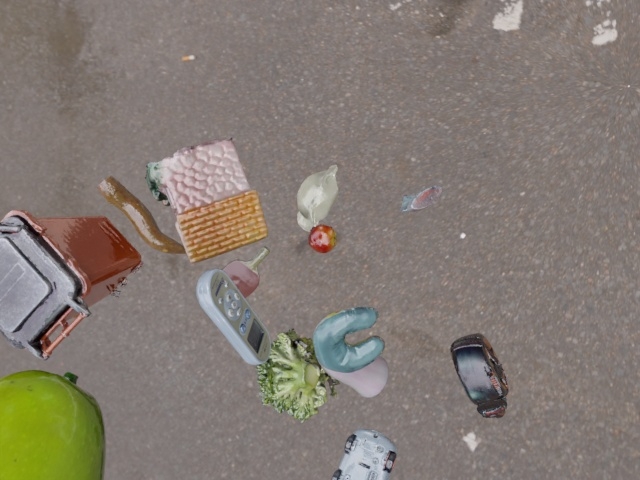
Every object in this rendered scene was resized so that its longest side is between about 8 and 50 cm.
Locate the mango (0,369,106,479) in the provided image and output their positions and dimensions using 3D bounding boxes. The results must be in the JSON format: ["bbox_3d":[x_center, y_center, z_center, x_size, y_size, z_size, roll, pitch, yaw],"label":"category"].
[{"bbox_3d":[-0.337,0.314,0.589,0.156,0.192,0.343,-13,68,42],"label":"mango"}]

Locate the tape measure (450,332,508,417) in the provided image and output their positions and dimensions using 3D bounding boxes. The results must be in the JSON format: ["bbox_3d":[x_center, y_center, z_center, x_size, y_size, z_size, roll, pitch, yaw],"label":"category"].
[{"bbox_3d":[0.466,0.379,1.605,0.135,0.202,0.223,-23,119,18],"label":"tape measure"}]

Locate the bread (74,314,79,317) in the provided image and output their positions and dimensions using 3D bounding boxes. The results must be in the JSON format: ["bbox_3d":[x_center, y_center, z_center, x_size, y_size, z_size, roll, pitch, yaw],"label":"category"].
[{"bbox_3d":[-0.737,0.075,1.460,0.312,0.172,0.312,33,160,13],"label":"bread"}]

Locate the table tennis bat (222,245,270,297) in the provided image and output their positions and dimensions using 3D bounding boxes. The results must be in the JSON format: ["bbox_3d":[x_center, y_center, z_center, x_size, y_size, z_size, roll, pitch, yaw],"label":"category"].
[{"bbox_3d":[-0.270,0.115,1.999,0.138,0.022,0.246,41,106,-13],"label":"table tennis bat"}]

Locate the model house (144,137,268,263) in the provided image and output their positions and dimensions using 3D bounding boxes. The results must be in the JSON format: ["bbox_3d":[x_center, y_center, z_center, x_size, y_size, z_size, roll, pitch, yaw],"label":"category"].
[{"bbox_3d":[-0.265,-0.075,1.269,0.237,0.202,0.237,68,159,1],"label":"model house"}]

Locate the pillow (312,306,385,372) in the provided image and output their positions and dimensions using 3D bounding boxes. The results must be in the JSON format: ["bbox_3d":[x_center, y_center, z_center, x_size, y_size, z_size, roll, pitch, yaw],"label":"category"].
[{"bbox_3d":[0.084,0.300,1.633,0.214,0.086,0.233,-17,120,2],"label":"pillow"}]

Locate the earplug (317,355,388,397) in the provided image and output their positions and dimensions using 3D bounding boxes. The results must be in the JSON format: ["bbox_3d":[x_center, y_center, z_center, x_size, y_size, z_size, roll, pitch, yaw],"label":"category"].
[{"bbox_3d":[0.104,0.471,2.099,0.172,0.301,0.172,-28,45,32],"label":"earplug"}]

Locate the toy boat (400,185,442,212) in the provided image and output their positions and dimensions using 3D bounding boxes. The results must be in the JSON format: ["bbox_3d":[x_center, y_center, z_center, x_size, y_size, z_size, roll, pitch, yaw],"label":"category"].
[{"bbox_3d":[0.190,-0.079,1.142,0.034,0.096,0.122,60,162,-6],"label":"toy boat"}]

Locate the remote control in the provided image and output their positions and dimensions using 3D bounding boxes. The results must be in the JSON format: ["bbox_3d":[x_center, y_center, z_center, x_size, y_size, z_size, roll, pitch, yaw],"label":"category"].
[{"bbox_3d":[-0.167,0.153,1.076,0.047,0.087,0.244,-14,127,20],"label":"remote control"}]

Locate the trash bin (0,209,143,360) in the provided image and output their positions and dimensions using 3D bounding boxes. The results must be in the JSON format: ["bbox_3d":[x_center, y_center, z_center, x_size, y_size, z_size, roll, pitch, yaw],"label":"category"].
[{"bbox_3d":[-0.393,0.055,0.861,0.161,0.238,0.184,-43,87,15],"label":"trash bin"}]

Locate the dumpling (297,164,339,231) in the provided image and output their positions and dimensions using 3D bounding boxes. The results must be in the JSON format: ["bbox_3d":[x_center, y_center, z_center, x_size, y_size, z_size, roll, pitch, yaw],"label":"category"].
[{"bbox_3d":[-0.010,-0.153,1.914,0.250,0.132,0.162,-65,27,2],"label":"dumpling"}]

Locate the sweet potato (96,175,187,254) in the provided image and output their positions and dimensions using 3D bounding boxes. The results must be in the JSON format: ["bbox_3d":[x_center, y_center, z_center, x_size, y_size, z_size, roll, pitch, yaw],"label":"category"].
[{"bbox_3d":[-0.448,-0.044,1.399,0.059,0.067,0.281,-32,108,20],"label":"sweet potato"}]

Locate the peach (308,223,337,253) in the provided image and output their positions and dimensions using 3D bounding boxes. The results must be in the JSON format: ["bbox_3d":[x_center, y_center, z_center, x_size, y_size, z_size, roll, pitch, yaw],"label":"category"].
[{"bbox_3d":[0.001,0.000,1.661,0.098,0.061,0.098,13,133,14],"label":"peach"}]

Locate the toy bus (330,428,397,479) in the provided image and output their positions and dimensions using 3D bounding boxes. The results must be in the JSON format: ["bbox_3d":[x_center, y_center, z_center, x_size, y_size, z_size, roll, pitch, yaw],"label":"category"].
[{"bbox_3d":[0.178,0.863,2.063,0.194,0.232,0.288,16,70,23],"label":"toy bus"}]

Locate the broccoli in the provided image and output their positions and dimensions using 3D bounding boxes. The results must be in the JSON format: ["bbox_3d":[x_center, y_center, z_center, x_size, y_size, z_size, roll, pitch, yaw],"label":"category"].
[{"bbox_3d":[-0.081,0.529,2.170,0.272,0.334,0.324,10,153,43],"label":"broccoli"}]
